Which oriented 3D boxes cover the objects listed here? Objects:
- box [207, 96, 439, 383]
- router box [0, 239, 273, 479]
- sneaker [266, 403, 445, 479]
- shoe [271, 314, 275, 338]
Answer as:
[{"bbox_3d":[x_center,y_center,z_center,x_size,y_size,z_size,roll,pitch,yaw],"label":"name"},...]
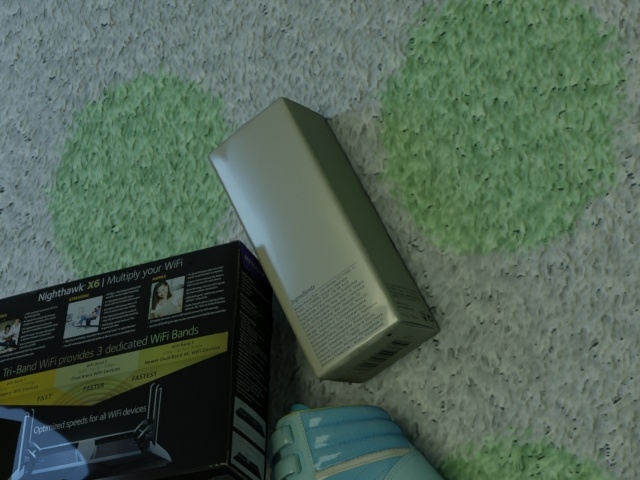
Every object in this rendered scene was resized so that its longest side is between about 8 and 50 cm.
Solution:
[{"bbox_3d":[0.000,0.000,1.310,0.113,0.094,0.275,-35,65,21],"label":"box"},{"bbox_3d":[-0.202,0.150,1.297,0.309,0.081,0.243,-13,54,21],"label":"router box"},{"bbox_3d":[-0.029,0.281,1.243,0.319,0.127,0.208,-33,60,-4],"label":"sneaker"},{"bbox_3d":[-0.092,0.124,1.363,0.081,0.063,0.178,-17,68,32],"label":"shoe"}]
